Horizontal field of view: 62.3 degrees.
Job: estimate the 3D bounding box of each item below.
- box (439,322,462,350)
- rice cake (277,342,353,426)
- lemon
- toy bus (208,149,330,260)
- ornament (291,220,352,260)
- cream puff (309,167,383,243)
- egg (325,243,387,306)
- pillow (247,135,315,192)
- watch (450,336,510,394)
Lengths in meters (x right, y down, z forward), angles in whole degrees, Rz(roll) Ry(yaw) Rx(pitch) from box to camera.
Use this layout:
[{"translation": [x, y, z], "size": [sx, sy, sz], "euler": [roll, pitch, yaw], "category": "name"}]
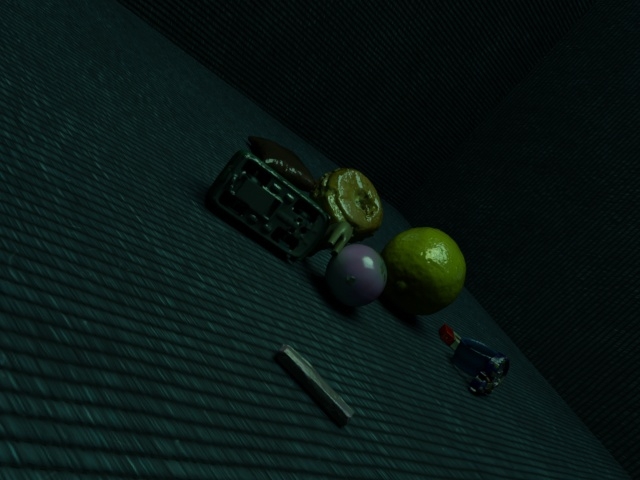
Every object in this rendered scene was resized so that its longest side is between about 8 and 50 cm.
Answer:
[{"translation": [0.574, 0.431, 2.245], "size": [0.152, 0.048, 0.100], "euler": [44, 12, -4], "category": "box"}, {"translation": [-0.014, 0.292, 1.080], "size": [0.207, 0.036, 0.047], "euler": [45, 4, 10], "category": "rice cake"}, {"translation": [0.379, 0.130, 2.050], "size": [0.364, 0.364, 0.364], "euler": [40, 14, -12], "category": "lemon"}, {"translation": [-0.159, -0.110, 1.574], "size": [0.343, 0.183, 0.199], "euler": [37, 3, -25], "category": "toy bus"}, {"translation": [0.000, 0.000, 1.702], "size": [0.061, 0.230, 0.245], "euler": [60, 33, -14], "category": "ornament"}, {"translation": [0.089, -0.123, 2.149], "size": [0.327, 0.231, 0.343], "euler": [49, 47, -17], "category": "cream puff"}, {"translation": [0.111, 0.103, 1.655], "size": [0.196, 0.196, 0.271], "euler": [41, 12, -9], "category": "egg"}, {"translation": [-0.170, -0.352, 2.397], "size": [0.305, 0.108, 0.308], "euler": [27, 18, -33], "category": "pillow"}, {"translation": [0.598, 0.466, 2.020], "size": [0.196, 0.171, 0.200], "euler": [26, 7, -46], "category": "watch"}]
